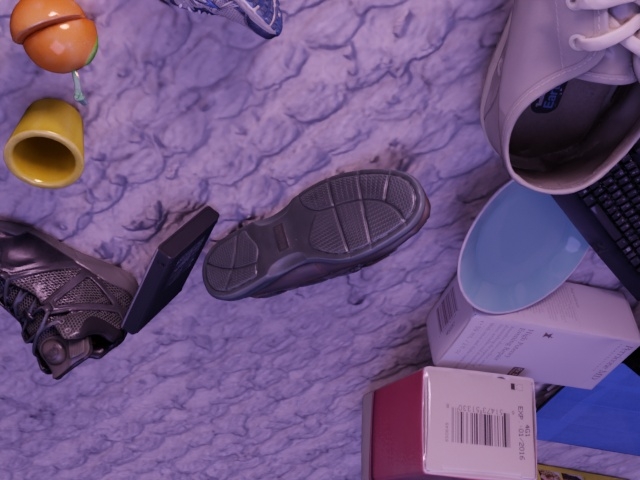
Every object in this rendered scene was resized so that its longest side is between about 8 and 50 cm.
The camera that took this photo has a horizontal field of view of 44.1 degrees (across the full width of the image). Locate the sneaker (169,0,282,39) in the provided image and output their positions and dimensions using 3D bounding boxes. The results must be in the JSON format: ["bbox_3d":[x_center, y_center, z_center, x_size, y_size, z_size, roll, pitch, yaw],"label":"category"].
[{"bbox_3d":[-0.089,-0.205,0.629,0.135,0.052,0.058,36,134,-27],"label":"sneaker"}]

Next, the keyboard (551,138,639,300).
[{"bbox_3d":[0.386,-0.038,0.847,0.201,0.033,0.317,-34,135,21],"label":"keyboard"}]

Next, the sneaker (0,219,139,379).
[{"bbox_3d":[-0.304,0.062,0.830,0.227,0.130,0.087,28,126,-28],"label":"sneaker"}]

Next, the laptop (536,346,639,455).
[{"bbox_3d":[0.531,0.285,1.033,0.382,0.408,0.236,11,105,-12],"label":"laptop"}]

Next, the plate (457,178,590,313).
[{"bbox_3d":[0.222,-0.004,0.851,0.188,0.024,0.188,-15,127,-20],"label":"plate"}]

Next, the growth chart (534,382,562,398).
[{"bbox_3d":[0.422,0.209,1.139,0.237,0.021,0.172,31,126,-33],"label":"growth chart"}]

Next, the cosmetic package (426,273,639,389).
[{"bbox_3d":[0.259,0.110,0.970,0.231,0.085,0.117,11,136,-15],"label":"cosmetic package"}]

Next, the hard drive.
[{"bbox_3d":[-0.160,0.033,0.840,0.022,0.094,0.135,36,130,3],"label":"hard drive"}]

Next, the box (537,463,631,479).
[{"bbox_3d":[0.433,0.442,1.365,0.232,0.058,0.087,14,134,-20],"label":"box"}]

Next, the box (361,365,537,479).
[{"bbox_3d":[0.157,0.249,1.020,0.148,0.127,0.232,8,159,-13],"label":"box"}]

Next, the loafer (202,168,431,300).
[{"bbox_3d":[0.000,0.000,0.837,0.267,0.096,0.084,-21,155,25],"label":"loafer"}]

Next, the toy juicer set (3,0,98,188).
[{"bbox_3d":[-0.337,-0.156,0.619,0.329,0.089,0.209,14,134,-19],"label":"toy juicer set"}]

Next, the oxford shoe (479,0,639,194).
[{"bbox_3d":[0.220,-0.209,0.593,0.169,0.130,0.449,0,136,-4],"label":"oxford shoe"}]
